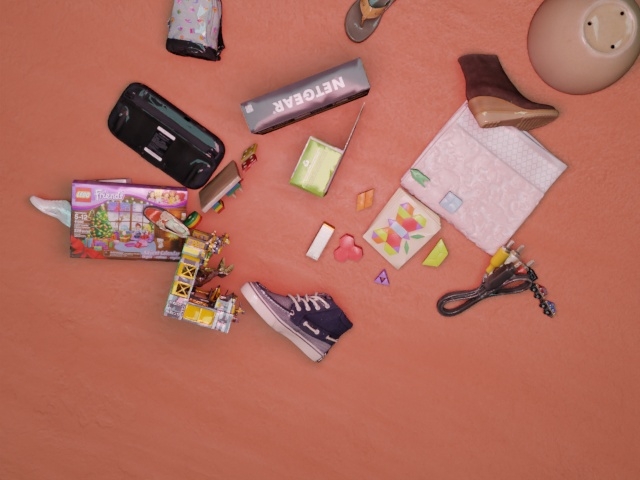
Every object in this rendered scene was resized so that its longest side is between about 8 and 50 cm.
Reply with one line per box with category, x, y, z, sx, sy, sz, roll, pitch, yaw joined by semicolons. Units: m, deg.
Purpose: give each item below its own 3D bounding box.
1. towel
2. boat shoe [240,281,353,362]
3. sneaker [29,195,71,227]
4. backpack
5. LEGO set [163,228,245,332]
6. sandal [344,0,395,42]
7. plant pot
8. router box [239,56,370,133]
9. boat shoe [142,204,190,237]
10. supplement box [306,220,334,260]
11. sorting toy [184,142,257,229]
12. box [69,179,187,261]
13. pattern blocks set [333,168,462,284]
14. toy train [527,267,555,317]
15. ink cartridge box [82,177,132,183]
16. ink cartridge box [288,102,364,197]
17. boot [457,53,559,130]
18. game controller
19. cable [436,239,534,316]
towel;0.434;-0.174;1.828;0.332;0.053;0.317;38;98;-3
boat shoe;-0.055;0.175;1.814;0.158;0.127;0.340;-43;129;2
sneaker;-0.719;-0.089;1.883;0.152;0.053;0.061;29;89;-8
backpack;-0.317;-0.565;1.768;0.152;0.115;0.182;12;96;3
LEGO set;-0.271;0.102;1.766;0.192;0.331;0.255;17;85;-8
sandal;0.144;-0.610;1.771;0.219;0.060;0.090;-44;94;7
plant pot;0.678;-0.510;1.702;0.284;0.191;0.284;0;99;2
router box;-0.032;-0.354;1.722;0.308;0.243;0.081;-20;97;4
boat shoe;-0.402;-0.048;1.798;0.137;0.043;0.049;32;97;-21
supplement box;0.000;0.000;1.861;0.036;0.062;0.098;29;97;-3
sorting toy;-0.251;-0.141;1.822;0.274;0.132;0.046;-42;117;8
box;-0.507;-0.049;1.822;0.293;0.057;0.201;3;105;-16
pattern blocks set;0.213;-0.029;1.837;0.285;0.026;0.325;28;107;1
toy train;0.599;0.140;1.879;0.036;0.027;0.158;-31;95;-5
ink cartridge box;-0.583;-0.117;1.867;0.135;0.056;0.099;-3;99;2
ink cartridge box;0.020;-0.245;1.764;0.097;0.189;0.255;24;97;0
boot;0.483;-0.389;1.763;0.248;0.090;0.207;-5;71;-19
game controller;-0.416;-0.278;1.846;0.319;0.067;0.166;36;112;-3
cable;0.453;0.123;1.867;0.287;0.072;0.139;-39;115;24
